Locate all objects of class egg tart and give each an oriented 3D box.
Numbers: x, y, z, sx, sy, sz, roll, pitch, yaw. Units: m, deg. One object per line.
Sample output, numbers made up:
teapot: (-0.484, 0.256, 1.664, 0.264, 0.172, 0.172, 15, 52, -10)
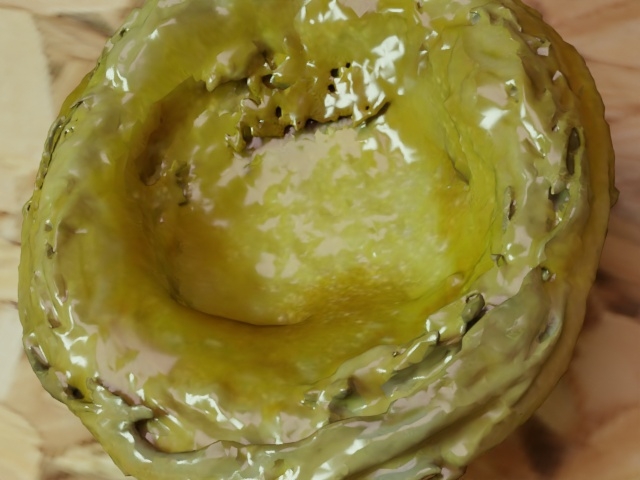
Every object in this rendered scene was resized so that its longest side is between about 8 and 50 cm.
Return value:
egg tart: (0.000, 0.000, 0.748, 0.288, 0.118, 0.288, -8, 57, 13)
